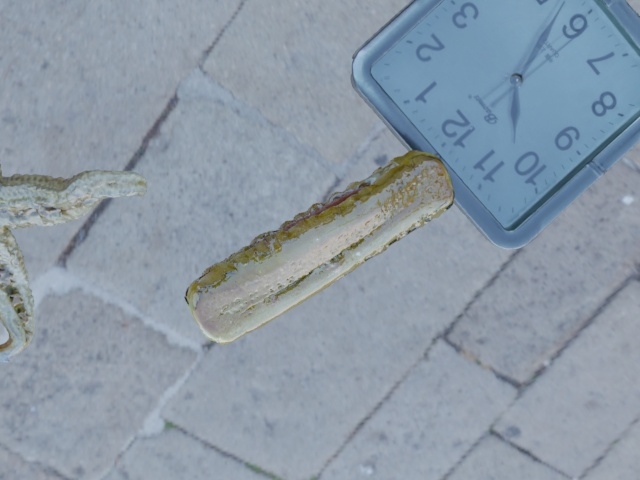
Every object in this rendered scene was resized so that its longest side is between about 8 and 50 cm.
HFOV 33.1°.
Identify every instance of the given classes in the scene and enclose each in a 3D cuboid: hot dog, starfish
[{"bbox_3d":[0.000,0.001,1.025,0.289,0.068,0.083,-30,121,-17],"label":"hot dog"},{"bbox_3d":[-0.343,-0.018,1.009,0.375,0.094,0.327,-16,134,11],"label":"starfish"}]

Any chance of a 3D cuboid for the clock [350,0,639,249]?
[{"bbox_3d":[0.208,-0.171,1.134,0.279,0.049,0.273,-42,100,1],"label":"clock"}]
